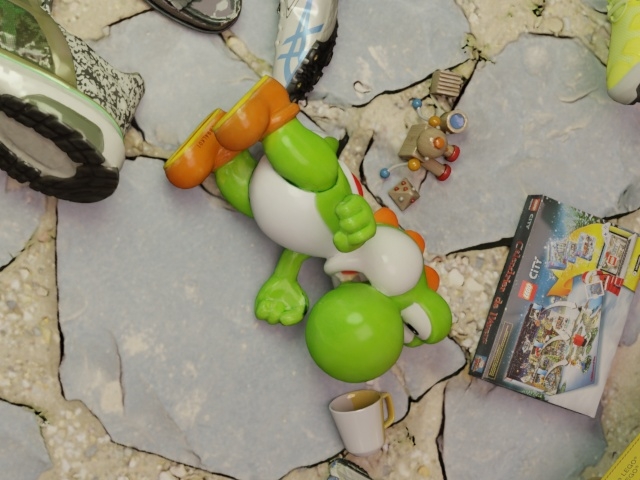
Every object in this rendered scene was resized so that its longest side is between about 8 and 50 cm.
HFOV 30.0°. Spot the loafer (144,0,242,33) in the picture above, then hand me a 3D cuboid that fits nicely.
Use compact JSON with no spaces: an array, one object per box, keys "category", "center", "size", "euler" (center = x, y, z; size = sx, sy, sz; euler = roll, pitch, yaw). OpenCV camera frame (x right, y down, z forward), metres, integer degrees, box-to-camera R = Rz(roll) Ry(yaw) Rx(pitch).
[{"category":"loafer","center":[-0.186,-0.330,1.283],"size":[0.267,0.084,0.096],"euler":[45,80,-12]}]

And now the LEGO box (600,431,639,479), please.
[{"category":"LEGO box","center":[0.502,0.372,1.383],"size":[0.500,0.193,0.372],"euler":[-47,120,-10]}]

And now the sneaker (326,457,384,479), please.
[{"category":"sneaker","center":[0.061,0.307,1.388],"size":[0.135,0.052,0.058],"euler":[31,93,-7]}]

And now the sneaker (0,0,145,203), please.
[{"category":"sneaker","center":[-0.350,-0.219,1.231],"size":[0.410,0.158,0.182],"euler":[41,46,-18]}]

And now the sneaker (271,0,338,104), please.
[{"category":"sneaker","center":[-0.020,-0.262,1.341],"size":[0.086,0.085,0.237],"euler":[17,91,13]}]

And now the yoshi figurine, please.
[{"category":"yoshi figurine","center":[-0.007,0.015,1.297],"size":[0.203,0.203,0.362],"euler":[-43,104,5]}]

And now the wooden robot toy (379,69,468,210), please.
[{"category":"wooden robot toy","center":[0.135,-0.115,1.380],"size":[0.076,0.079,0.173],"euler":[26,85,-14]}]

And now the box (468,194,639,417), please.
[{"category":"box","center":[0.291,0.079,1.444],"size":[0.159,0.044,0.233],"euler":[21,86,-15]}]

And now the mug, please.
[{"category":"mug","center":[0.054,0.211,1.375],"size":[0.078,0.062,0.064],"euler":[-15,103,-8]}]

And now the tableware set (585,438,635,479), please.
[{"category":"tableware set","center":[0.394,0.329,1.484],"size":[0.168,0.020,0.141],"euler":[-37,99,-5]}]

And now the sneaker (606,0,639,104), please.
[{"category":"sneaker","center":[0.392,-0.343,1.429],"size":[0.147,0.145,0.385],"euler":[20,75,-8]}]
